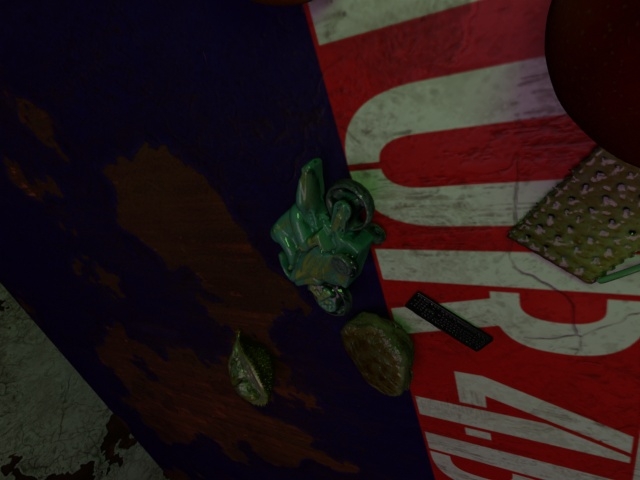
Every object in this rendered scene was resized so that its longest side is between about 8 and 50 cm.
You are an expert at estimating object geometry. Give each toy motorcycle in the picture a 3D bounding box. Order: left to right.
[{"bbox_3d":[0.000,-0.001,0.695,0.198,0.109,0.296,34,138,18],"label":"toy motorcycle"}]

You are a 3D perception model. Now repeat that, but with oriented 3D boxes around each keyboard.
[{"bbox_3d":[0.228,0.146,0.726,0.155,0.010,0.053,32,136,6],"label":"keyboard"}]

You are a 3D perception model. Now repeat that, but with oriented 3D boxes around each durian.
[{"bbox_3d":[-0.187,0.331,1.079,0.147,0.102,0.207,-21,89,38],"label":"durian"}]

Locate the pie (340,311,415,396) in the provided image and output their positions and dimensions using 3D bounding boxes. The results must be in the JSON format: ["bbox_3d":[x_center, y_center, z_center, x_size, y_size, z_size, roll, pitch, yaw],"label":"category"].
[{"bbox_3d":[0.114,0.224,0.813,0.163,0.079,0.193,21,133,27],"label":"pie"}]

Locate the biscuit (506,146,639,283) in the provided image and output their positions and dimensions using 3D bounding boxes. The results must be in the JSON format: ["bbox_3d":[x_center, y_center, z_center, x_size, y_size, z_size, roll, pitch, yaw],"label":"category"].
[{"bbox_3d":[0.356,-0.047,0.488,0.139,0.016,0.231,32,135,5],"label":"biscuit"}]

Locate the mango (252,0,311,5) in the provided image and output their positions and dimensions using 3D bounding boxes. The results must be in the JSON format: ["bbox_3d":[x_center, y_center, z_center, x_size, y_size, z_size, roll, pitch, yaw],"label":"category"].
[{"bbox_3d":[-0.068,-0.345,0.450,0.218,0.102,0.141,21,127,13],"label":"mango"}]

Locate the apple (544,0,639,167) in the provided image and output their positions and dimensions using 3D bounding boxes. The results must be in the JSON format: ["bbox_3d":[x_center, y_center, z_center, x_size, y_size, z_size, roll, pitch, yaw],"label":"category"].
[{"bbox_3d":[0.304,-0.166,0.284,0.261,0.216,0.260,20,133,22],"label":"apple"}]

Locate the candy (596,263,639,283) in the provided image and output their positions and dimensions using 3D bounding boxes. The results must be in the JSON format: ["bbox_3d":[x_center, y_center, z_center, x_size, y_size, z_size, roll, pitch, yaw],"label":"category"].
[{"bbox_3d":[0.422,0.013,0.471,0.194,0.058,0.062,-41,58,47],"label":"candy"}]
